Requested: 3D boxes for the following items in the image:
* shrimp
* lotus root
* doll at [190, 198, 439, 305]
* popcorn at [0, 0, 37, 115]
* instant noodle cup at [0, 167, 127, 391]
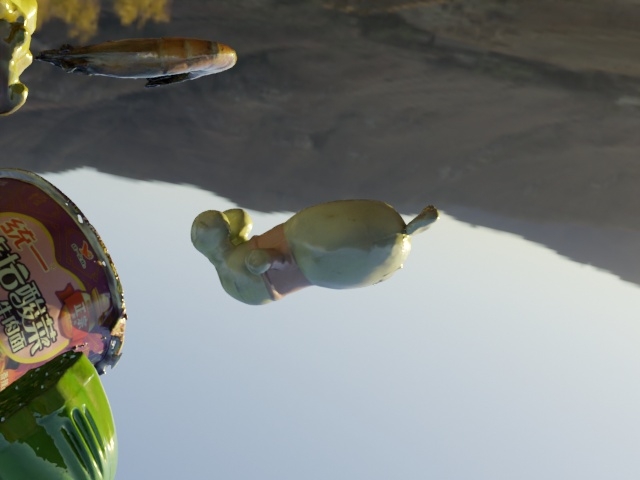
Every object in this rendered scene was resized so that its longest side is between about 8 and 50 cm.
[{"bbox_3d":[-0.245,-0.223,1.335,0.262,0.051,0.198,-7,177,-22],"label":"shrimp"},{"bbox_3d":[-0.276,0.229,1.053,0.186,0.186,0.186,12,-173,-2],"label":"lotus root"},{"bbox_3d":[-0.002,0.013,1.142,0.275,0.113,0.155,-3,179,8],"label":"doll"},{"bbox_3d":[-0.410,-0.215,1.007,0.257,0.224,0.270,0,-164,-4],"label":"popcorn"},{"bbox_3d":[-0.474,0.099,1.409,0.339,0.340,0.266,17,-148,30],"label":"instant noodle cup"}]
